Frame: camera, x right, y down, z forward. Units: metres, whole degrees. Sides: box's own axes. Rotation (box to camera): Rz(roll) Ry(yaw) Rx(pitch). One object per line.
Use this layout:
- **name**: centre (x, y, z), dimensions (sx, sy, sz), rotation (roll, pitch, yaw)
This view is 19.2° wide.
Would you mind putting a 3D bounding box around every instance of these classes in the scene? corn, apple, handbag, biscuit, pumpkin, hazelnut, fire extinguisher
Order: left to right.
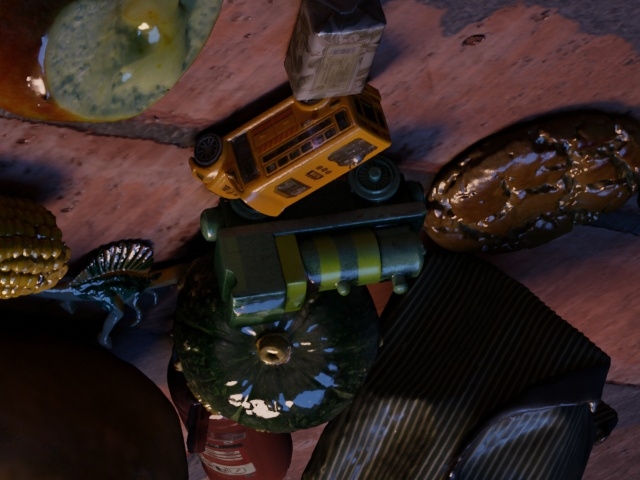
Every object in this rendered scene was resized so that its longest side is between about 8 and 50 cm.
- **corn**: centre (-0.331, 0.003, 1.485), dimensions (0.293, 0.106, 0.106), rotation (-1, 150, -33)
- **hazelnut**: centre (-0.309, 0.241, 1.742), dimensions (0.365, 0.366, 0.366), rotation (-13, 154, -7)
- **apple**: centre (-0.153, -0.169, 1.168), dimensions (0.195, 0.160, 0.173), rotation (-56, 170, -7)
- **fire extinguisher**: centre (-0.098, 0.180, 1.912), dimensions (0.106, 0.147, 0.337), rotation (2, 155, 8)
- **pumpkin**: centre (-0.042, 0.084, 1.714), dimensions (0.190, 0.190, 0.146), rotation (-26, 177, 20)
- **handbag**: centre (0.133, 0.199, 1.822), dimensions (0.240, 0.341, 0.247), rotation (25, 167, 17)
- **biscuit**: centre (0.203, -0.047, 1.759), dimensions (0.225, 0.042, 0.226), rotation (-14, 153, -7)

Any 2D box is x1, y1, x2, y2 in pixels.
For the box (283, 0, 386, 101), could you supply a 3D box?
- **box**: centre (0.011, -0.150, 1.438), dimensions (0.062, 0.045, 0.098), rotation (-8, 154, -18)

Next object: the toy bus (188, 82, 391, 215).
- **toy bus**: centre (-0.026, -0.073, 1.535), dimensions (0.162, 0.074, 0.069), rotation (-30, 152, 23)

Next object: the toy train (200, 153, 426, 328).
- **toy train**: centre (0.000, 0.000, 1.630), dimensions (0.200, 0.132, 0.083), rotation (-9, 154, -10)

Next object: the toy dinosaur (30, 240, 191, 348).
- **toy dinosaur**: centre (-0.193, 0.036, 1.703), dimensions (0.106, 0.044, 0.187), rotation (-42, 133, 20)

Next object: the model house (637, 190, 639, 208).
- **model house**: centre (0.482, -0.005, 1.767), dimensions (0.280, 0.249, 0.230), rotation (-8, 154, -17)
